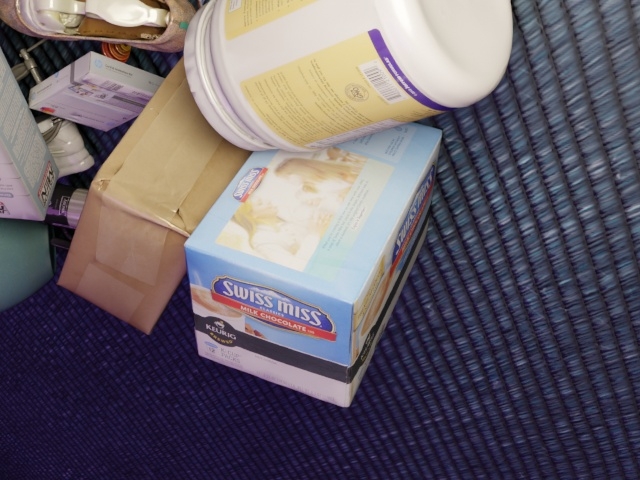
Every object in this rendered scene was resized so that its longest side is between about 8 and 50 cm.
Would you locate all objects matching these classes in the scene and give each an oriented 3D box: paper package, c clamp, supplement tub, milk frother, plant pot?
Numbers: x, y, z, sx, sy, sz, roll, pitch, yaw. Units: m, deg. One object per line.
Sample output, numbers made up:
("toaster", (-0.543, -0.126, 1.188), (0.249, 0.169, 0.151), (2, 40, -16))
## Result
("paper package", (-0.229, -0.066, 1.271), (0.168, 0.309, 0.325), (30, 142, -7))
("c clamp", (-0.478, -0.244, 1.427), (0.137, 0.022, 0.160), (-16, 100, 28))
("supplement tub", (0.025, -0.237, 0.983), (0.331, 0.241, 0.241), (-11, 124, 41))
("milk frother", (-0.447, -0.046, 1.630), (0.135, 0.143, 0.129), (12, 107, 8))
("plant pot", (-0.641, 0.015, 1.710), (0.195, 0.290, 0.290), (-5, 140, -11))

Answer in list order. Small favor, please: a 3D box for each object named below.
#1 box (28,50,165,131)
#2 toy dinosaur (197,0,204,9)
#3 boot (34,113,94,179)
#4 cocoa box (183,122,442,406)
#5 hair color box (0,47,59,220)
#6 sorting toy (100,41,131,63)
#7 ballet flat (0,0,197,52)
("box", (-0.350, -0.231, 1.345), (0.145, 0.038, 0.186), (14, 159, -43))
("toy dinosaur", (-0.155, -0.351, 1.164), (0.082, 0.047, 0.090), (-39, 71, 59))
("boot", (-0.529, -0.155, 1.559), (0.258, 0.095, 0.123), (-6, 120, 37))
("cocoa box", (0.000, 0.000, 1.160), (0.231, 0.347, 0.228), (18, 139, 14))
("hair color box", (-0.564, -0.182, 1.331), (0.185, 0.113, 0.374), (3, 147, 4))
("sorting toy", (-0.316, -0.316, 1.275), (0.042, 0.061, 0.102), (-10, 127, 40))
("ballet flat", (-0.328, -0.330, 1.190), (0.316, 0.106, 0.107), (7, 101, 7))
